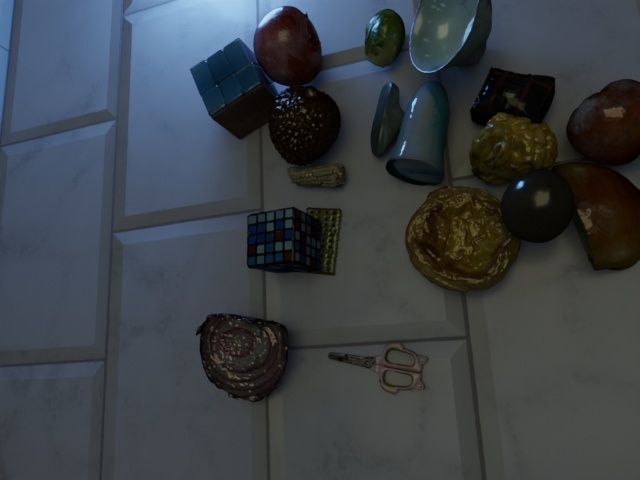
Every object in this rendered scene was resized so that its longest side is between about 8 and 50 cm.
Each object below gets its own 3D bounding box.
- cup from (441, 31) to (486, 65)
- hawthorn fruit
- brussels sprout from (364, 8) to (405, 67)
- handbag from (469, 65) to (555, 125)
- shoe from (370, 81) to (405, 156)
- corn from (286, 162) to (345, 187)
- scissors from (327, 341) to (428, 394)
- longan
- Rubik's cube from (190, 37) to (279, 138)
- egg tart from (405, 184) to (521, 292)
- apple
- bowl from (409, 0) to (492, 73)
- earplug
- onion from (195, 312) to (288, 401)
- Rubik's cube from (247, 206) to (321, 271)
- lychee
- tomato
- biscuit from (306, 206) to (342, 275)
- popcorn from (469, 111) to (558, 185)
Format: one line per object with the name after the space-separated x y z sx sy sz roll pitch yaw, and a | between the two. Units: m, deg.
0.450 -0.642 1.682 0.174 0.142 0.134 22 87 22 | cup
0.823 -0.323 1.450 0.231 0.263 0.235 8 64 60 | hawthorn fruit
0.221 -0.689 1.770 0.161 0.144 0.180 -106 32 -45 | brussels sprout
0.586 -0.427 1.578 0.215 0.155 0.169 21 77 24 | handbag
0.234 -0.400 1.739 0.100 0.103 0.250 9 93 -14 | shoe
-0.014 -0.220 1.792 0.211 0.087 0.087 -2 77 23 | corn
0.171 0.386 1.618 0.318 0.024 0.160 5 80 21 | scissors
0.579 -0.090 1.396 0.198 0.212 0.197 0 87 -5 | longan
-0.295 -0.548 1.887 0.225 0.221 0.231 -29 70 12 | Rubik's cube
0.427 0.000 1.557 0.341 0.129 0.341 -5 75 18 | egg tart
0.779 -0.086 1.452 0.179 0.254 0.345 -41 59 53 | apple
0.409 -0.629 1.519 0.146 0.313 0.313 7 77 -24 | bowl
0.332 -0.359 1.662 0.185 0.185 0.323 9 73 21 | earplug
-0.247 0.374 1.718 0.315 0.146 0.279 8 94 12 | onion
-0.117 0.006 1.710 0.182 0.187 0.184 -7 77 27 | Rubik's cube
-0.060 -0.385 1.761 0.268 0.267 0.267 -4 77 19 | lychee
-0.118 -0.677 1.829 0.227 0.270 0.270 -16 73 23 | tomato
0.000 0.000 1.771 0.139 0.016 0.231 4 79 22 | biscuit
0.555 -0.259 1.503 0.250 0.250 0.190 13 66 22 | popcorn
